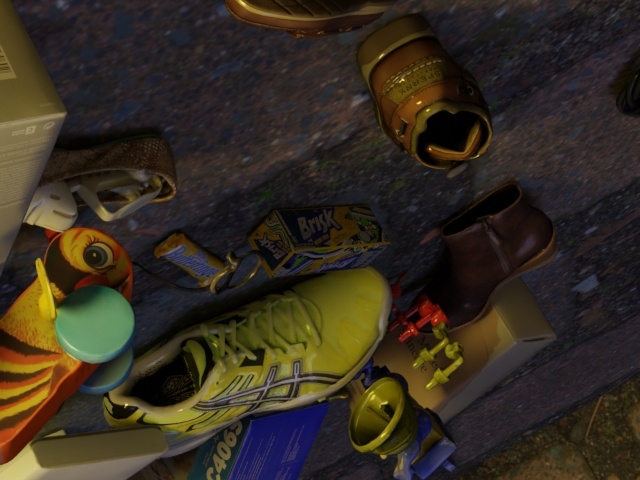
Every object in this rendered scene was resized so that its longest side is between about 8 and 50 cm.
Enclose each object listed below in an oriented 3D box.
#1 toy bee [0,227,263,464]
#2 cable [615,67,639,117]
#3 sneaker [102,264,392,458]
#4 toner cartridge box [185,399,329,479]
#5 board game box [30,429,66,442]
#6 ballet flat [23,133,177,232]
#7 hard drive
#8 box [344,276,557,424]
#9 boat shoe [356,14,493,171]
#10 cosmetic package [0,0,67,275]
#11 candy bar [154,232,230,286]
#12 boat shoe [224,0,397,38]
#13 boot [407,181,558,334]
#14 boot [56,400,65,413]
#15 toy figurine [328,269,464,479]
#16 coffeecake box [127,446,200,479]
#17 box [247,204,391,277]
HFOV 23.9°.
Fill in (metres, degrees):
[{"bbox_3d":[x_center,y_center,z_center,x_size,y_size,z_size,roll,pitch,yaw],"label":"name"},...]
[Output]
[{"bbox_3d":[-0.226,0.061,1.374,0.298,0.162,0.195,-29,158,-44],"label":"toy bee"},{"bbox_3d":[0.422,-0.202,1.832,0.150,0.047,0.184,-34,163,26],"label":"cable"},{"bbox_3d":[-0.083,0.144,1.823,0.384,0.145,0.147,-30,160,-2],"label":"sneaker"},{"bbox_3d":[-0.122,0.368,2.218,0.165,0.075,0.348,-5,125,-47],"label":"toner cartridge box"},{"bbox_3d":[-0.478,0.388,1.980,0.318,0.066,0.318,-21,158,-22],"label":"board game box"},{"bbox_3d":[-0.209,-0.045,1.305,0.206,0.067,0.073,-16,156,-33],"label":"ballet flat"},{"bbox_3d":[-0.348,0.308,1.775,0.307,0.040,0.203,-37,158,32],"label":"hard drive"},{"bbox_3d":[0.182,0.173,2.249,0.121,0.148,0.311,-2,145,-51],"label":"box"},{"bbox_3d":[0.116,-0.116,1.519,0.110,0.104,0.307,-34,160,11],"label":"boat shoe"},{"bbox_3d":[-0.274,-0.062,1.093,0.107,0.127,0.238,-15,154,-36],"label":"cosmetic package"},{"bbox_3d":[-0.138,0.021,1.633,0.040,0.018,0.161,-32,161,5],"label":"candy bar"},{"bbox_3d":[-0.010,-0.190,1.233,0.178,0.064,0.060,-12,152,-45],"label":"boat shoe"},{"bbox_3d":[0.193,0.023,2.033,0.248,0.090,0.207,-32,148,11],"label":"boot"},{"bbox_3d":[-0.400,0.181,1.542,0.220,0.109,0.283,-22,-173,20],"label":"boot"},{"bbox_3d":[0.133,0.216,1.936,0.191,0.217,0.362,-37,-161,0],"label":"toy figurine"},{"bbox_3d":[-0.227,0.365,2.264,0.185,0.068,0.142,-8,150,-46],"label":"coffeecake box"},{"bbox_3d":[0.000,0.000,1.707,0.169,0.059,0.054,-4,147,-50],"label":"box"}]
